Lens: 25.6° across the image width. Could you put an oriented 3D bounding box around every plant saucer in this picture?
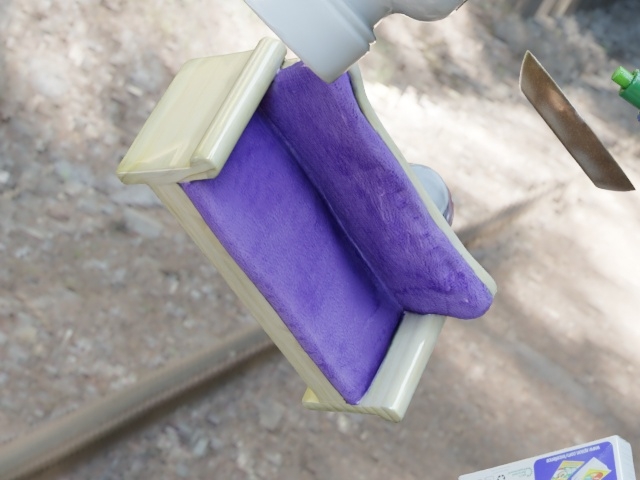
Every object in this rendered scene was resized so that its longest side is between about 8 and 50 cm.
[{"bbox_3d":[0.279,-0.125,1.577,0.198,0.036,0.198,50,9,-11],"label":"plant saucer"}]

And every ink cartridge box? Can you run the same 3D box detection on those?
[{"bbox_3d":[0.243,0.330,1.486,0.045,0.206,0.208,28,51,-43],"label":"ink cartridge box"}]

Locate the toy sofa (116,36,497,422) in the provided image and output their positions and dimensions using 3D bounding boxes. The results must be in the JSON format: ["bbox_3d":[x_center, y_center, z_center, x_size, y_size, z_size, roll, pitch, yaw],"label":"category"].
[{"bbox_3d":[0.000,0.000,1.275,0.177,0.150,0.362,-1,-43,38],"label":"toy sofa"}]

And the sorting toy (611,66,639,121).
[{"bbox_3d":[0.303,-0.101,1.083,0.126,0.127,0.365,33,4,-9],"label":"sorting toy"}]

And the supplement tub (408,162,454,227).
[{"bbox_3d":[0.085,-0.022,1.534,0.106,0.106,0.198,30,-17,2],"label":"supplement tub"}]

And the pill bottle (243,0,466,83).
[{"bbox_3d":[0.065,-0.221,0.796,0.152,0.272,0.152,45,8,-8],"label":"pill bottle"}]
